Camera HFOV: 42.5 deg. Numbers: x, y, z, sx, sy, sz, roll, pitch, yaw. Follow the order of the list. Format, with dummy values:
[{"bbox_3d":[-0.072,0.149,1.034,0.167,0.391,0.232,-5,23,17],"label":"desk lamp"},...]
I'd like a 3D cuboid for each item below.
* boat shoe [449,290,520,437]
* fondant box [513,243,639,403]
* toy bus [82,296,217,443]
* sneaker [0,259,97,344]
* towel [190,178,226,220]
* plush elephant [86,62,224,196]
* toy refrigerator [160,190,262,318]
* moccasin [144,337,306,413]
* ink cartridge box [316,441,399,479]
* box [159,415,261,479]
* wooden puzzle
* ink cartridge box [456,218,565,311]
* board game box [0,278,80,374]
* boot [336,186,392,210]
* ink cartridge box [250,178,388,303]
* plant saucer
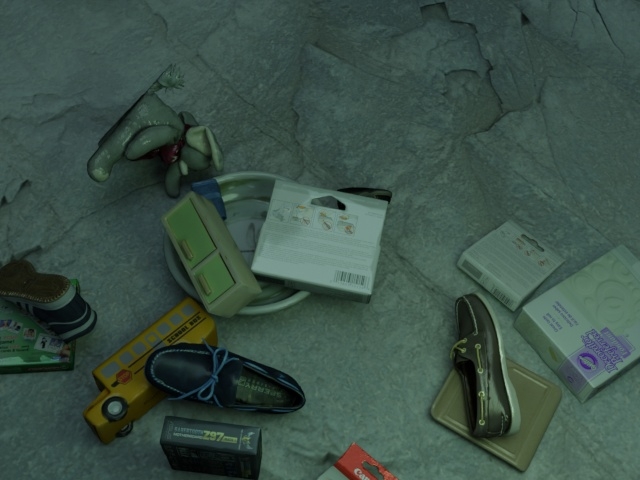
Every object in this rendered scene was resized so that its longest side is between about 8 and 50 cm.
[{"bbox_3d":[0.337,0.262,1.771,0.097,0.116,0.324,-4,65,-14],"label":"boat shoe"},{"bbox_3d":[0.653,0.186,1.907,0.330,0.096,0.238,-29,64,-19],"label":"fondant box"},{"bbox_3d":[-0.367,0.276,1.766,0.130,0.108,0.333,41,63,20],"label":"toy bus"},{"bbox_3d":[-0.603,0.137,1.806,0.282,0.153,0.099,12,54,40],"label":"sneaker"},{"bbox_3d":[-0.263,-0.091,1.943,0.067,0.029,0.119,-12,58,-11],"label":"towel"},{"bbox_3d":[-0.375,-0.235,2.040,0.255,0.272,0.330,41,95,-19],"label":"plush elephant"},{"bbox_3d":[-0.244,0.029,1.804,0.102,0.094,0.269,-38,62,13],"label":"toy refrigerator"},{"bbox_3d":[-0.185,0.279,1.699,0.342,0.117,0.137,12,82,-21],"label":"moccasin"},{"bbox_3d":[0.068,0.516,1.681,0.145,0.045,0.179,37,65,18],"label":"ink cartridge box"},{"bbox_3d":[-0.208,0.410,1.617,0.184,0.232,0.059,7,63,1],"label":"box"},{"bbox_3d":[0.386,0.359,1.811,0.239,0.044,0.221,31,60,10],"label":"wooden puzzle"},{"bbox_3d":[0.467,0.055,2.017,0.181,0.056,0.225,41,45,21],"label":"ink cartridge box"},{"bbox_3d":[-0.707,0.193,1.835,0.318,0.046,0.213,-2,57,-5],"label":"board game box"},{"bbox_3d":[0.102,-0.040,2.014,0.085,0.236,0.178,5,97,27],"label":"boot"},{"bbox_3d":[0.000,0.000,1.868,0.275,0.060,0.238,12,63,3],"label":"ink cartridge box"},{"bbox_3d":[-0.167,0.018,1.954,0.401,0.100,0.400,2,56,-3],"label":"plant saucer"}]
